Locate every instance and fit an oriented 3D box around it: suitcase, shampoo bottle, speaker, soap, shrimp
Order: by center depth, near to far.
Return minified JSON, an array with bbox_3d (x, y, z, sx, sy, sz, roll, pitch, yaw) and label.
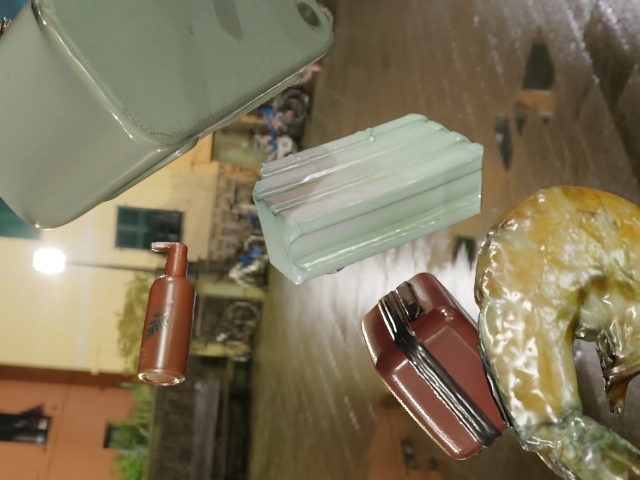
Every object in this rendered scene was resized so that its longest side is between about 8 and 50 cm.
[{"bbox_3d":[0.296,0.142,0.782,0.272,0.445,0.085,-36,-11,-36],"label":"shrimp"},{"bbox_3d":[-0.163,-0.171,0.985,0.184,0.183,0.406,-33,7,34],"label":"speaker"},{"bbox_3d":[0.054,-0.059,1.237,0.173,0.289,0.095,38,142,52],"label":"soap"},{"bbox_3d":[0.188,0.187,1.552,0.161,0.236,0.297,-41,10,6],"label":"suitcase"},{"bbox_3d":[-0.254,0.118,1.658,0.085,0.085,0.244,109,164,-63],"label":"shampoo bottle"}]

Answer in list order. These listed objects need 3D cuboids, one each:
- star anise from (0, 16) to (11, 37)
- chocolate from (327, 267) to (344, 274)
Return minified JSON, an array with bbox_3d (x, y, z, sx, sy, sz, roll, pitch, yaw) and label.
[{"bbox_3d":[-0.383,-0.203,1.215,0.129,0.056,0.124,58,-147,-15],"label":"star anise"},{"bbox_3d":[0.000,0.000,1.831,0.127,0.133,0.124,-48,-4,-30],"label":"chocolate"}]
